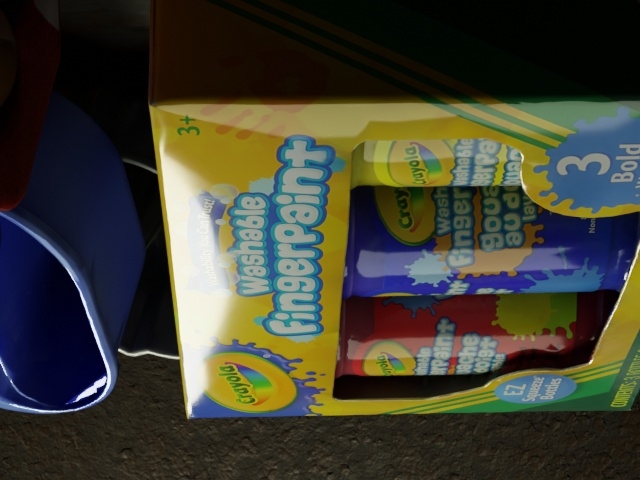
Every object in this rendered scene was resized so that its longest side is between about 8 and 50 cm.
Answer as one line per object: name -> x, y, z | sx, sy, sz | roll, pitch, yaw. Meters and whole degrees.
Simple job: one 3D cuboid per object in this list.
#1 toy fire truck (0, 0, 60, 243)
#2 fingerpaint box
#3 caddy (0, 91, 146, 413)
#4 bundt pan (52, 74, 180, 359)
toy fire truck -> -0.205, -0.108, 0.688 | 0.169, 0.254, 0.302 | -3, 172, 17
fingerpaint box -> 0.076, -0.029, 1.089 | 0.371, 0.163, 0.445 | 0, 150, -3
caddy -> -0.281, 0.021, 1.259 | 0.241, 0.179, 0.341 | 9, 145, 12
bundt pan -> -0.183, -0.029, 1.412 | 0.330, 0.124, 0.331 | 10, 145, 7
